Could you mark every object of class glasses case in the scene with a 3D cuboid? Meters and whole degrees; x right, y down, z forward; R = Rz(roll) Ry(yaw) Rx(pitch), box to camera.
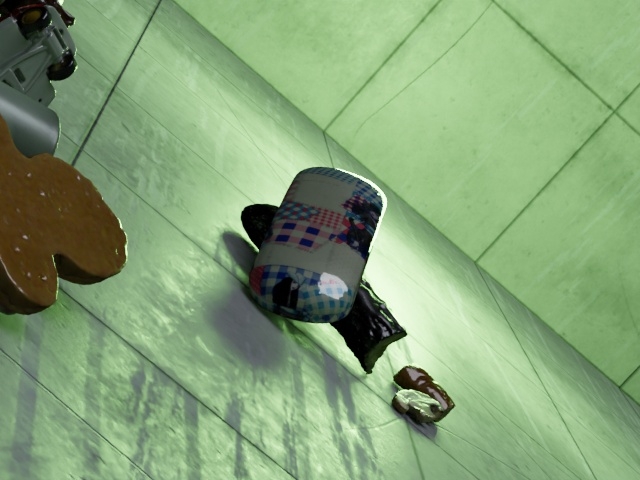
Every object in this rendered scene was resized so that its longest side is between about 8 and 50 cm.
[{"bbox_3d":[0.000,0.000,1.935,0.125,0.076,0.327,17,30,3],"label":"glasses case"}]

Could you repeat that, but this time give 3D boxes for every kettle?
[{"bbox_3d":[-0.307,-0.090,1.323,0.148,0.127,0.098,33,-20,-36],"label":"kettle"}]

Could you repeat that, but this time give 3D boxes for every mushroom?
[{"bbox_3d":[0.117,0.202,1.944,0.101,0.019,0.049,16,24,-52],"label":"mushroom"}]

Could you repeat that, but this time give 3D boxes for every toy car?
[{"bbox_3d":[-0.317,-0.173,1.553,0.112,0.139,0.112,24,-30,40],"label":"toy car"}]

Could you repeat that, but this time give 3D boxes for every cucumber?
[{"bbox_3d":[-0.002,0.042,2.014,0.303,0.081,0.072,48,10,33],"label":"cucumber"}]

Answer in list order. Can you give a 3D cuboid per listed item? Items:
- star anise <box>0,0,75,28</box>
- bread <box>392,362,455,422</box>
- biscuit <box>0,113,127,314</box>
[{"bbox_3d":[-0.405,-0.310,1.941,0.220,0.099,0.214,34,-3,-22],"label":"star anise"},{"bbox_3d":[0.131,0.191,2.020,0.083,0.036,0.047,45,20,22],"label":"bread"},{"bbox_3d":[-0.267,-0.034,1.196,0.340,0.047,0.216,19,42,-58],"label":"biscuit"}]
